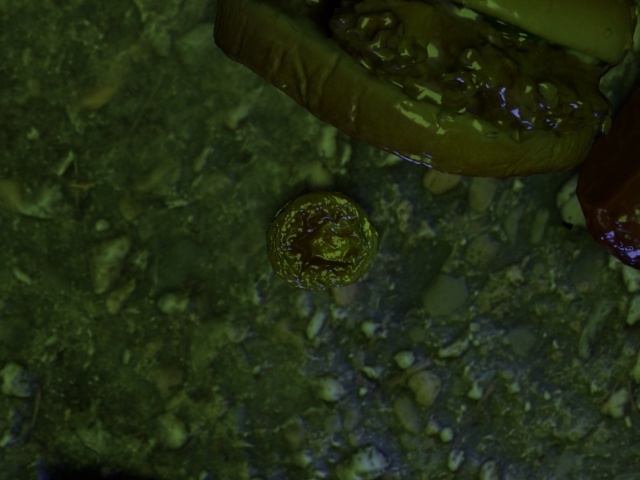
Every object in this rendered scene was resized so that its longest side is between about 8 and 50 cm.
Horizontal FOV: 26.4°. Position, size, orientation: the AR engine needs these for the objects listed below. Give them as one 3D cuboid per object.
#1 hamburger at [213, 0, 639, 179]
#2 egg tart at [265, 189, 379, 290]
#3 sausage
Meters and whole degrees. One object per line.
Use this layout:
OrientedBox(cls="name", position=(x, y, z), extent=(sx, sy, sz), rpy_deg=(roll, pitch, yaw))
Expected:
OrientedBox(cls="hamburger", position=(0.135, -0.207, 1.359), extent=(0.445, 0.287, 0.268), rpy_deg=(18, 109, -14))
OrientedBox(cls="egg tart", position=(0.000, 0.000, 1.557), extent=(0.130, 0.052, 0.130), rpy_deg=(-2, 112, -6))
OrientedBox(cls="sausage", position=(0.393, -0.095, 1.494), extent=(0.141, 0.153, 0.268), rpy_deg=(23, 109, -27))
